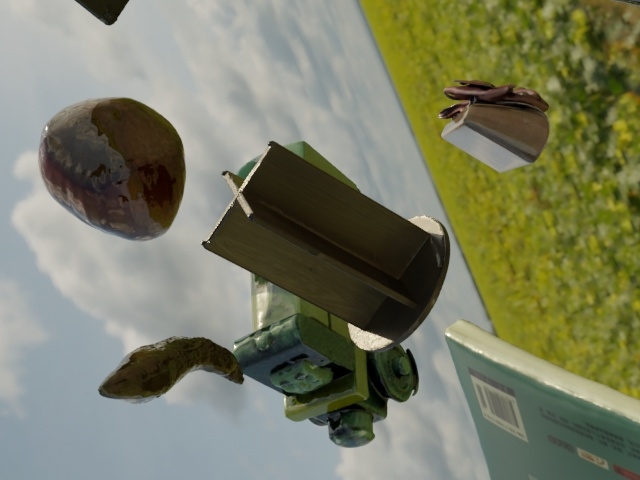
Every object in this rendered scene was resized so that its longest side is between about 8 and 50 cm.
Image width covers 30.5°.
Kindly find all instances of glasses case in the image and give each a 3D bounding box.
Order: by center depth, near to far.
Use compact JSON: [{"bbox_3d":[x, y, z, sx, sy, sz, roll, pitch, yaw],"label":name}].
[{"bbox_3d":[0.165,-0.124,1.144,0.102,0.070,0.193,30,180,0],"label":"glasses case"}]

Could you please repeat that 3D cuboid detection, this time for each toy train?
[{"bbox_3d":[-0.001,0.069,1.558,0.253,0.160,0.397,36,-139,-44],"label":"toy train"}]

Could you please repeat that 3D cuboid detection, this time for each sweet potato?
[{"bbox_3d":[-0.103,0.087,0.804,0.153,0.038,0.041,-1,-96,-59],"label":"sweet potato"}]

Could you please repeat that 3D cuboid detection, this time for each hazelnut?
[{"bbox_3d":[-0.281,-0.103,1.631,0.210,0.210,0.186,40,-112,-78],"label":"hazelnut"}]

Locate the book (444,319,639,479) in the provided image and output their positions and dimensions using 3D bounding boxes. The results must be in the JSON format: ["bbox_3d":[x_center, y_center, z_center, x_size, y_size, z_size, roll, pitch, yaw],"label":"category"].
[{"bbox_3d":[0.224,0.254,0.887,0.264,0.031,0.379,24,138,55],"label":"book"}]

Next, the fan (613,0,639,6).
[{"bbox_3d":[0.164,-0.133,0.510,0.335,0.011,0.229,27,170,-28],"label":"fan"}]

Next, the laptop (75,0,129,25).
[{"bbox_3d":[-0.223,-0.299,1.099,0.016,0.129,0.180,31,177,43],"label":"laptop"}]

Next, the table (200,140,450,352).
[{"bbox_3d":[0.000,0.000,1.260,0.226,0.167,0.167,29,-155,-26],"label":"table"}]
